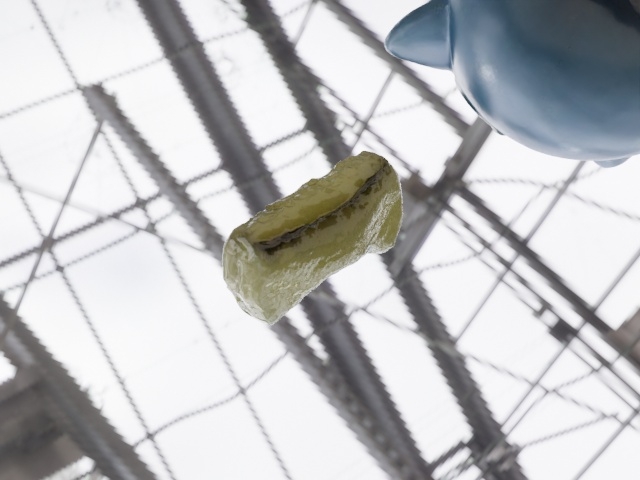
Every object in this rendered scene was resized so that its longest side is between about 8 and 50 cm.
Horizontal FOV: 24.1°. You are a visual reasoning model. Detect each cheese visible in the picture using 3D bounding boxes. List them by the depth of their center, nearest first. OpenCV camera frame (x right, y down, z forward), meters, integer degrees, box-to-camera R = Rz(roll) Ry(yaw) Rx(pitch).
[{"bbox_3d":[0.000,0.000,0.558,0.030,0.044,0.083,28,-136,33],"label":"cheese"}]

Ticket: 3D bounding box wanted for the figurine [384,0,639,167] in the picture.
[{"bbox_3d":[0.104,-0.106,0.448,0.114,0.178,0.144,11,-114,-27],"label":"figurine"}]
